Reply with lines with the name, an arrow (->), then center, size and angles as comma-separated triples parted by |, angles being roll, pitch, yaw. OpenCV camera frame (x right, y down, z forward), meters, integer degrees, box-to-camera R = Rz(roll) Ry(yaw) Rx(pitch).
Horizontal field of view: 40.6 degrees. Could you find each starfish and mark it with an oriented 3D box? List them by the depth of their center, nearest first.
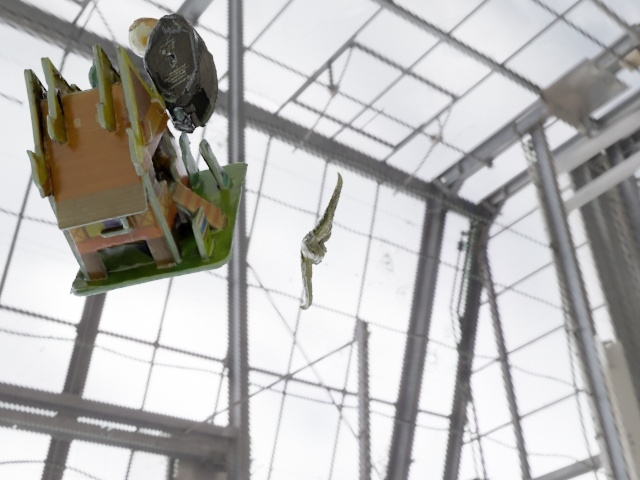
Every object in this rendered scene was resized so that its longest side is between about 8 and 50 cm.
starfish -> -0.002, -0.001, 1.333 | 0.050, 0.217, 0.223 | 21, -173, -5

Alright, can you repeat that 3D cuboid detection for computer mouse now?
computer mouse -> -0.210, -0.258, 1.338 | 0.062, 0.106, 0.192 | -5, -104, -62

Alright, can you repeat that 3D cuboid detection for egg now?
egg -> -0.290, -0.349, 1.488 | 0.083, 0.071, 0.071 | -17, -105, -50

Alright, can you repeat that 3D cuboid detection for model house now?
model house -> -0.259, -0.147, 1.236 | 0.358, 0.242, 0.313 | -85, -17, -60
